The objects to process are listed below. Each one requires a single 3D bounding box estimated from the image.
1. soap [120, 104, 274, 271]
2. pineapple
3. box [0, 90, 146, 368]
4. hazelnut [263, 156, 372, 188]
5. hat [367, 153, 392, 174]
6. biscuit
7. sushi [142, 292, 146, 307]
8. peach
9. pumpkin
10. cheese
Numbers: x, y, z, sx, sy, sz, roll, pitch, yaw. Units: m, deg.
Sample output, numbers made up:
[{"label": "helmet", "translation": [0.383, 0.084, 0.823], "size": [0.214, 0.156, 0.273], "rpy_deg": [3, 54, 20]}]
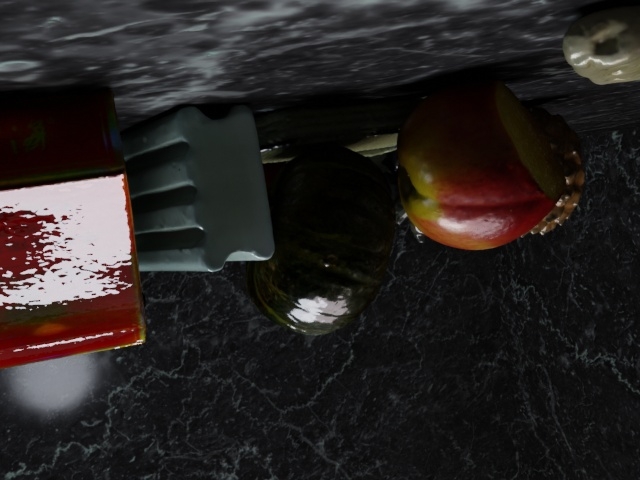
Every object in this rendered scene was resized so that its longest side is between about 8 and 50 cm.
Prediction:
[{"label": "soap", "translation": [-0.164, -0.048, 0.774], "size": [0.088, 0.159, 0.265], "rpy_deg": [-11, -176, -36]}, {"label": "pineapple", "translation": [0.220, -0.098, 1.119], "size": [0.358, 0.222, 0.223], "rpy_deg": [-8, -177, -6]}, {"label": "box", "translation": [-0.264, 0.011, 0.609], "size": [0.198, 0.089, 0.313], "rpy_deg": [-10, 151, -16]}, {"label": "hazelnut", "translation": [-0.011, -0.071, 1.002], "size": [0.204, 0.177, 0.178], "rpy_deg": [-5, -179, -31]}, {"label": "hat", "translation": [0.101, -0.137, 1.390], "size": [0.257, 0.130, 0.257], "rpy_deg": [-9, -176, 1]}, {"label": "biscuit", "translation": [-0.001, -0.130, 0.842], "size": [0.252, 0.052, 0.150], "rpy_deg": [-9, 178, -18]}, {"label": "sushi", "translation": [-0.403, 0.067, 1.209], "size": [0.147, 0.115, 0.212], "rpy_deg": [-36, -120, -27]}, {"label": "peach", "translation": [0.178, -0.082, 0.746], "size": [0.193, 0.190, 0.190], "rpy_deg": [-16, -176, -6]}, {"label": "pumpkin", "translation": [0.000, 0.000, 0.791], "size": [0.157, 0.223, 0.224], "rpy_deg": [20, 174, -19]}, {"label": "cheese", "translation": [0.231, -0.151, 0.547], "size": [0.065, 0.043, 0.194], "rpy_deg": [-1, -172, 27]}]
